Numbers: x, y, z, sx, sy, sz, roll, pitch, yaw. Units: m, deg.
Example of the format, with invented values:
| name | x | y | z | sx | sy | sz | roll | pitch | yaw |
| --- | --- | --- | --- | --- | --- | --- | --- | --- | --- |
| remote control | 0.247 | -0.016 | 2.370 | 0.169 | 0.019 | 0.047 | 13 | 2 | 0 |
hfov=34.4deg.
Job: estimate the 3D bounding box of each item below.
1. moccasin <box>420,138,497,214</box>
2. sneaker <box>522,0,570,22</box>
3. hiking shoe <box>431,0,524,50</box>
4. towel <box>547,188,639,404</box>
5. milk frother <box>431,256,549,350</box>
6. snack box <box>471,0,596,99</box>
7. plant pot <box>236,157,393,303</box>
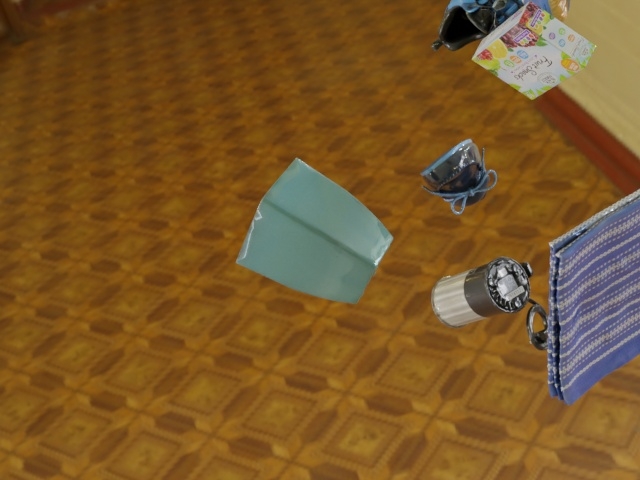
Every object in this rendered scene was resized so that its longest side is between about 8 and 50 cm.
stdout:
| name | x | y | z | sx | sy | sz | roll | pitch | yaw |
| --- | --- | --- | --- | --- | --- | --- | --- | --- | --- |
| moccasin | 0.298 | -0.130 | 2.094 | 0.137 | 0.117 | 0.342 | -35 | -7 | 19 |
| sneaker | 0.224 | -0.401 | 1.327 | 0.131 | 0.296 | 0.112 | -15 | 29 | 30 |
| hiking shoe | 0.287 | -0.365 | 1.550 | 0.132 | 0.113 | 0.304 | -58 | 13 | -20 |
| towel | 0.403 | 0.066 | 1.361 | 0.243 | 0.336 | 0.040 | -29 | 49 | -13 |
| milk frother | 0.262 | 0.106 | 1.549 | 0.129 | 0.143 | 0.134 | -6 | -11 | -31 |
| snack box | 0.263 | -0.234 | 1.291 | 0.037 | 0.100 | 0.141 | -61 | 9 | -15 |
| plant pot | 0.000 | 0.000 | 1.900 | 0.234 | 0.165 | 0.166 | 30 | 39 | 5 |
